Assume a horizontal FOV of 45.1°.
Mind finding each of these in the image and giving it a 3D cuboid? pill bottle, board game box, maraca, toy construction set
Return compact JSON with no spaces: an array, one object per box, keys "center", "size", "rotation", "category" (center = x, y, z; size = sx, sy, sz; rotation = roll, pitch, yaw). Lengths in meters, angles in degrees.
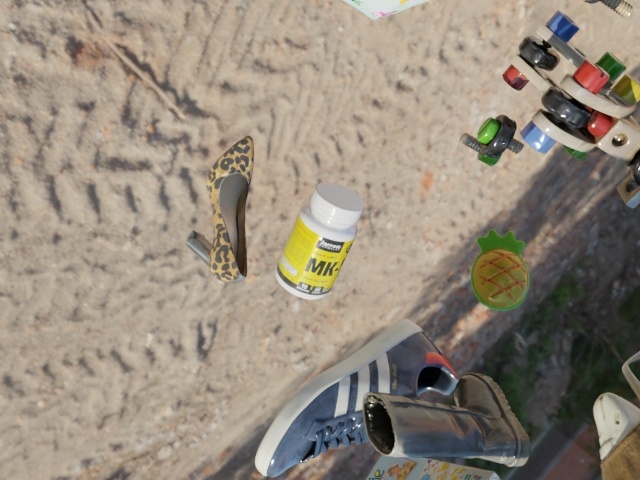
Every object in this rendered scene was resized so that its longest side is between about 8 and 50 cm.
[{"center":[0.000,0.000,1.479],"size":[0.119,0.119,0.208],"rotation":[-20,141,-51],"category":"pill bottle"},{"center":[0.199,0.475,1.315],"size":[0.144,0.142,0.275],"rotation":[-50,-158,-28],"category":"board game box"},{"center":[0.392,0.064,1.678],"size":[0.099,0.127,0.186],"rotation":[100,-3,-68],"category":"maraca"},{"center":[0.381,-0.193,0.978],"size":[0.309,0.237,0.257],"rotation":[-61,-169,5],"category":"toy construction set"}]

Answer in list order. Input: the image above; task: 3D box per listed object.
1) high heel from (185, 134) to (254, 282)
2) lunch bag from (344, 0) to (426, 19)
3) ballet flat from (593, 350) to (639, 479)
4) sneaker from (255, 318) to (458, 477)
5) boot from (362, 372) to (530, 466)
[{"center":[-0.148,-0.055,1.449],"size":[0.093,0.186,0.261],"rotation":[15,104,-44],"category":"high heel"},{"center":[0.094,-0.441,1.046],"size":[0.262,0.223,0.160],"rotation":[57,47,-22],"category":"lunch bag"},{"center":[0.446,0.218,1.025],"size":[0.342,0.124,0.116],"rotation":[-43,158,-19],"category":"ballet flat"},{"center":[0.068,0.255,1.131],"size":[0.350,0.148,0.131],"rotation":[-33,152,-30],"category":"sneaker"},{"center":[0.150,0.228,1.014],"size":[0.208,0.189,0.076],"rotation":[6,107,-18],"category":"boot"}]
